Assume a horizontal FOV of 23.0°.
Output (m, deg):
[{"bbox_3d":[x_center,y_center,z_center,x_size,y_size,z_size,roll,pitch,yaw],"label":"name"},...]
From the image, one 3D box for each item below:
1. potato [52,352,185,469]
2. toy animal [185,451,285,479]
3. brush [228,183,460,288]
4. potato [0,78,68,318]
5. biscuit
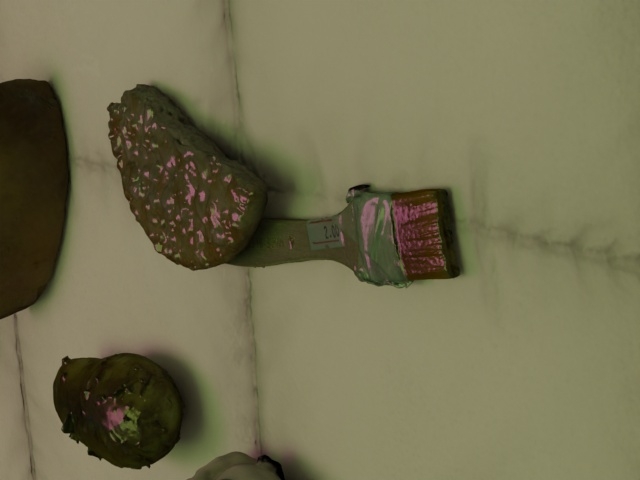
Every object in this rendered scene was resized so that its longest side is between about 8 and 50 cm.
[{"bbox_3d":[-0.213,0.171,1.619,0.225,0.090,0.117,6,91,57],"label":"potato"},{"bbox_3d":[-0.079,0.310,1.424,0.208,0.156,0.204,44,137,33],"label":"toy animal"},{"bbox_3d":[0.000,0.000,1.329,0.336,0.020,0.085,-4,96,55],"label":"brush"},{"bbox_3d":[-0.393,-0.028,1.713,0.264,0.211,0.189,-39,68,48],"label":"potato"},{"bbox_3d":[-0.131,-0.046,1.468,0.290,0.038,0.141,38,127,48],"label":"biscuit"}]
